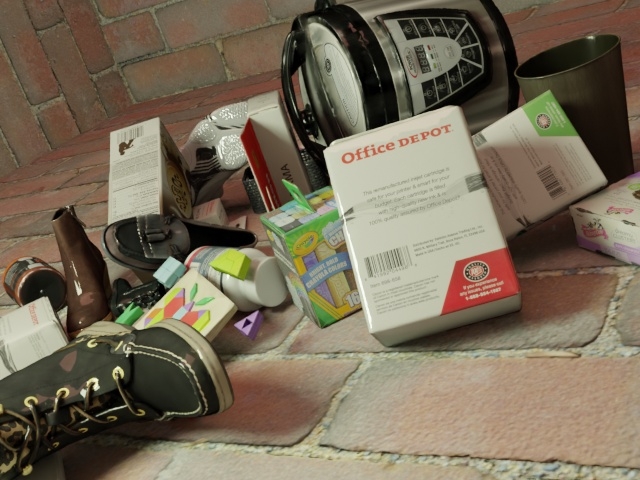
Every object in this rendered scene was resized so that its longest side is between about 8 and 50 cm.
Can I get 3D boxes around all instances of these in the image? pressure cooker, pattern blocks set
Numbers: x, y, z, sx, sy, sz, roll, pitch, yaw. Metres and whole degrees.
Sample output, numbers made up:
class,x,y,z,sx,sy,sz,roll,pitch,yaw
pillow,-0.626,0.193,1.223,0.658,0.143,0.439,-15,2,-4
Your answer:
class,x,y,z,sx,sy,sz,roll,pitch,yaw
pressure cooker,0.135,-0.299,1.666,0.421,0.375,0.370,-17,41,-17
pattern blocks set,-0.212,0.126,1.284,0.325,0.026,0.285,8,56,48

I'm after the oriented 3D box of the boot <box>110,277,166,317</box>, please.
class,x,y,z,sx,sy,sz,roll,pitch,yaw
boot,-0.346,0.096,1.600,0.099,0.045,0.121,-21,28,2

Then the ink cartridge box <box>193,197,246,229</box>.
class,x,y,z,sx,sy,sz,roll,pitch,yaw
ink cartridge box,-0.264,-0.030,1.809,0.198,0.067,0.115,-19,21,3

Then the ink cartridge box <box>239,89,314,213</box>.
class,x,y,z,sx,sy,sz,roll,pitch,yaw
ink cartridge box,-0.053,-0.089,1.443,0.066,0.296,0.261,-18,21,5

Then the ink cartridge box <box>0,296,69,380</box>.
class,x,y,z,sx,sy,sz,roll,pitch,yaw
ink cartridge box,-0.556,0.199,1.467,0.218,0.092,0.158,-28,22,-15

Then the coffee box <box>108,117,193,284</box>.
class,x,y,z,sx,sy,sz,roll,pitch,yaw
coffee box,-0.339,-0.079,1.692,0.119,0.168,0.297,-17,51,7

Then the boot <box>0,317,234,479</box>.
class,x,y,z,sx,sy,sz,roll,pitch,yaw
boot,-0.308,0.210,1.049,0.284,0.138,0.378,-29,19,-37

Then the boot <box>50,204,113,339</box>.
class,x,y,z,sx,sy,sz,roll,pitch,yaw
boot,-0.467,0.057,1.577,0.090,0.206,0.248,-20,21,1

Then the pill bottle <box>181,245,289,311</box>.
class,x,y,z,sx,sy,sz,roll,pitch,yaw
pill bottle,-0.139,0.065,1.403,0.180,0.107,0.108,3,30,44

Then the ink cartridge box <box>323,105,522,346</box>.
class,x,y,z,sx,sy,sz,roll,pitch,yaw
ink cartridge box,0.136,-0.018,1.125,0.197,0.272,0.114,-16,-20,9

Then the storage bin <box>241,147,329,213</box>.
class,x,y,z,sx,sy,sz,roll,pitch,yaw
storage bin,-0.077,-0.139,1.891,0.180,0.084,0.122,-18,21,7

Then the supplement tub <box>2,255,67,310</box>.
class,x,y,z,sx,sy,sz,roll,pitch,yaw
supplement tub,-0.610,0.090,1.768,0.106,0.106,0.198,-30,23,-25

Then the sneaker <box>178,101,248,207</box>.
class,x,y,z,sx,sy,sz,roll,pitch,yaw
sneaker,-0.256,-0.183,1.950,0.366,0.137,0.210,-41,0,4

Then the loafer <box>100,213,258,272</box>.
class,x,y,z,sx,sy,sz,roll,pitch,yaw
loafer,-0.243,-0.004,1.494,0.095,0.109,0.303,-30,-24,36

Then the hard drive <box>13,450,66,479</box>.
class,x,y,z,sx,sy,sz,roll,pitch,yaw
hard drive,-0.399,0.360,0.996,0.203,0.040,0.307,-25,21,-14

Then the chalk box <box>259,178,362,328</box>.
class,x,y,z,sx,sy,sz,roll,pitch,yaw
chalk box,0.000,0.000,1.288,0.132,0.213,0.132,-25,21,-13

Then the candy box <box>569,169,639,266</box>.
class,x,y,z,sx,sy,sz,roll,pitch,yaw
candy box,0.480,-0.042,1.163,0.196,0.070,0.165,-25,21,-15

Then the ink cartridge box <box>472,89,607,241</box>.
class,x,y,z,sx,sy,sz,roll,pitch,yaw
ink cartridge box,0.289,-0.094,1.255,0.219,0.160,0.092,-30,-12,12

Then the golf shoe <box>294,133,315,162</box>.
class,x,y,z,sx,sy,sz,roll,pitch,yaw
golf shoe,-0.014,-0.226,2.048,0.306,0.115,0.140,-27,31,0

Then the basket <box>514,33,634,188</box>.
class,x,y,z,sx,sy,sz,roll,pitch,yaw
basket,0.429,-0.198,1.377,0.154,0.226,0.204,3,30,47
